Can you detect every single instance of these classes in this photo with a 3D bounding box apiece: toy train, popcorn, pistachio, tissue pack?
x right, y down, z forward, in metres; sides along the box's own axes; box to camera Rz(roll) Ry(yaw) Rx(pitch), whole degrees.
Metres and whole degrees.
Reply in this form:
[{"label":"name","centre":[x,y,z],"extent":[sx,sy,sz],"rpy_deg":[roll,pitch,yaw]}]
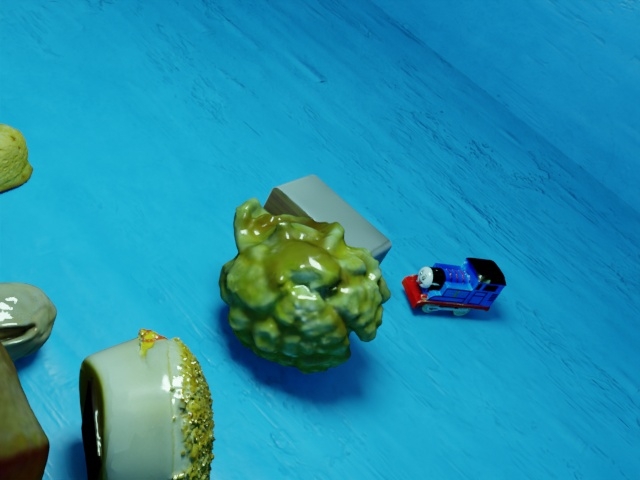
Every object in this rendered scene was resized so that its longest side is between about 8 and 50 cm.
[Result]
[{"label":"toy train","centre":[0.294,0.100,1.848],"extent":[0.204,0.131,0.083],"rpy_deg":[7,42,-28]},{"label":"popcorn","centre":[-0.045,0.090,1.530],"extent":[0.335,0.274,0.279],"rpy_deg":[6,62,32]},{"label":"pistachio","centre":[-0.517,0.130,1.282],"extent":[0.223,0.126,0.152],"rpy_deg":[-10,17,-35]},{"label":"tissue pack","centre":[0.000,0.001,1.748],"extent":[0.246,0.159,0.136],"rpy_deg":[42,37,17]}]

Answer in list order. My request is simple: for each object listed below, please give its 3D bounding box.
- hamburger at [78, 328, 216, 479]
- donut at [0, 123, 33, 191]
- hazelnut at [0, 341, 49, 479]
[{"label":"hamburger","centre":[-0.238,0.270,1.174],"extent":[0.179,0.276,0.294],"rpy_deg":[-3,51,-21]},{"label":"donut","centre":[-0.684,-0.171,1.533],"extent":[0.295,0.112,0.151],"rpy_deg":[16,36,-15]},{"label":"hazelnut","centre":[-0.514,0.246,0.984],"extent":[0.366,0.366,0.366],"rpy_deg":[18,38,-15]}]
